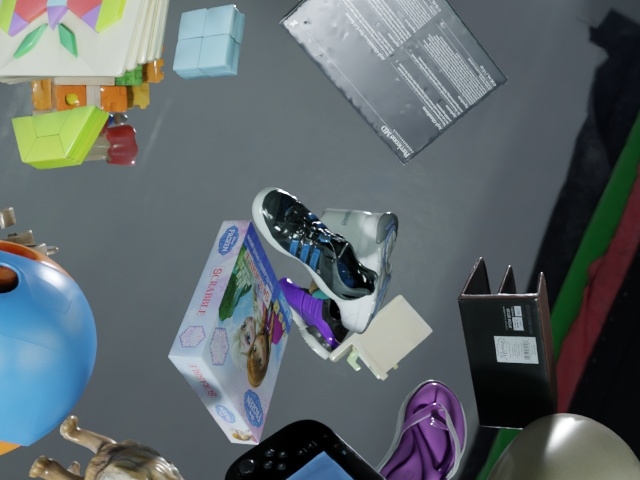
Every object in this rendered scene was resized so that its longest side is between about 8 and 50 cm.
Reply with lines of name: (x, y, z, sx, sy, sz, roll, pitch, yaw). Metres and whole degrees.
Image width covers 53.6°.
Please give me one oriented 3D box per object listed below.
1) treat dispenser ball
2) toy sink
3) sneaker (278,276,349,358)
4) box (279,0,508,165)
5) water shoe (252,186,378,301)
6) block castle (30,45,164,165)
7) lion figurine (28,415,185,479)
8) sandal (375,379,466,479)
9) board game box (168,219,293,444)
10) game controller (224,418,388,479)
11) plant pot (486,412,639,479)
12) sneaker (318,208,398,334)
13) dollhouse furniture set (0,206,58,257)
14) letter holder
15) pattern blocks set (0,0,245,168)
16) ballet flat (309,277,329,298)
treat dispenser ball: (-0.447, 0.142, 0.835, 0.288, 0.288, 0.288, 22, 90, -89)
toy sink: (0.152, 0.265, 1.582, 0.234, 0.131, 0.153, -40, 167, -4)
sneaker: (-0.009, 0.178, 1.728, 0.146, 0.293, 0.102, -44, 138, 5)
box: (0.099, -0.266, 0.875, 0.184, 0.261, 0.103, -39, -161, 14)
water shoe: (0.000, 0.000, 0.827, 0.080, 0.203, 0.073, -12, -139, 48)
block castle: (-0.459, -0.398, 1.280, 0.303, 0.213, 0.453, 37, -53, 49)
lion figurine: (-0.332, 0.428, 1.020, 0.142, 0.240, 0.392, -59, 172, -40)
sandal: (0.235, 0.442, 1.363, 0.416, 0.169, 0.102, -48, 171, -51)
board game box: (-0.156, 0.181, 1.246, 0.318, 0.066, 0.318, 70, 26, -45)
game controller: (0.024, 0.346, 0.770, 0.166, 0.319, 0.067, -34, 135, -25)
plant pot: (0.377, 0.443, 1.057, 0.274, 0.256, 0.256, 2, 115, -49)
sneaker: (0.054, 0.047, 1.072, 0.297, 0.129, 0.111, 92, 22, -47)
dollhouse furniture set: (-0.758, -0.105, 1.455, 0.303, 0.174, 0.355, -59, 146, -71)
letter holder: (0.403, 0.202, 1.312, 0.214, 0.152, 0.302, -46, 127, -56)
pattern blocks set: (-0.198, -0.198, 0.508, 0.026, 0.325, 0.285, 26, 59, -62)
ballet flat: (0.040, 0.066, 1.280, 0.232, 0.080, 0.073, -24, -124, 58)
